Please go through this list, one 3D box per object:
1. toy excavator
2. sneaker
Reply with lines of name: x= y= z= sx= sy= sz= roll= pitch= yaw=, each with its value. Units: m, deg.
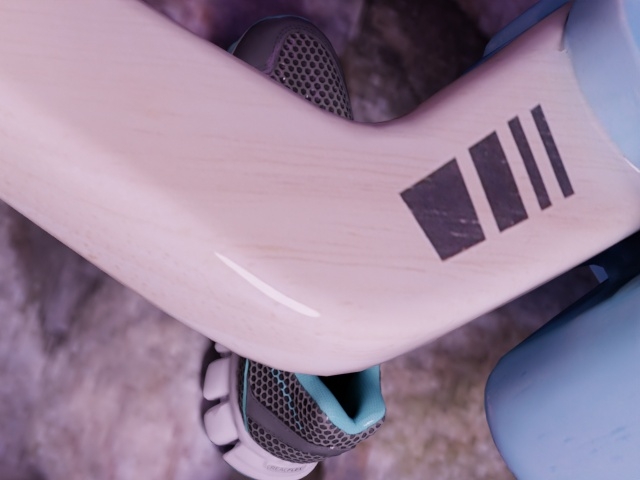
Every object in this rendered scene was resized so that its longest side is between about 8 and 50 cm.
toy excavator: x=0.097 y=-0.013 z=0.573 sx=0.445 sy=0.222 sz=0.433 roll=-32 pitch=90 yaw=-42
sneaker: x=0.000 y=0.000 z=0.655 sx=0.065 sy=0.076 sz=0.166 roll=0 pitch=83 yaw=-29
